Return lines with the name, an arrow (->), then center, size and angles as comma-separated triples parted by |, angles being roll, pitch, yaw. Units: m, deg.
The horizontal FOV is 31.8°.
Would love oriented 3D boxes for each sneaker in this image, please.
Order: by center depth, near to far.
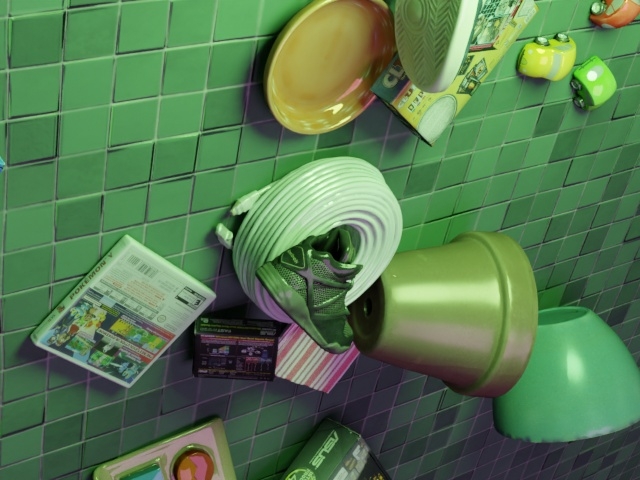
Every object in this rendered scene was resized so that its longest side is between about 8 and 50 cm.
sneaker -> 0.194, -0.343, 1.343 | 0.148, 0.131, 0.350 | -11, 127, -33
sneaker -> 0.017, 0.069, 1.516 | 0.130, 0.087, 0.227 | -38, 138, 1

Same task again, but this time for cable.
cable -> 0.000, 0.000, 1.581 | 0.257, 0.089, 0.257 | -35, 141, -11

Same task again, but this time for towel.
towel -> -0.002, 0.164, 1.788 | 0.144, 0.029, 0.197 | -52, 142, 7

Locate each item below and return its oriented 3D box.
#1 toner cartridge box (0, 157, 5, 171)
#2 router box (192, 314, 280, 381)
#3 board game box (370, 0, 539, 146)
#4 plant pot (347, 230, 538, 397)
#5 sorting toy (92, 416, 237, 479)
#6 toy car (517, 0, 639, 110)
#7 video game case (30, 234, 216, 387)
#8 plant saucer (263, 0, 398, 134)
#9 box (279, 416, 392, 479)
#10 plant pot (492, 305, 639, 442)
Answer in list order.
toner cartridge box -> -0.482, 0.021, 1.133 | 0.165, 0.075, 0.348 | 16, 117, -52
router box -> -0.122, 0.155, 1.615 | 0.122, 0.038, 0.092 | 4, 130, -6
board game box -> 0.183, -0.258, 1.507 | 0.243, 0.042, 0.165 | -52, 151, 2
plant pot -> 0.171, 0.111, 1.743 | 0.229, 0.263, 0.263 | 4, 124, -23
sorting toy -> -0.214, 0.453, 1.743 | 0.229, 0.041, 0.307 | -21, 108, -29
toy car -> 0.420, -0.275, 1.729 | 0.239, 0.053, 0.225 | -38, 142, -7
video game case -> -0.258, 0.100, 1.499 | 0.183, 0.023, 0.201 | -46, 143, 3
plant saucer -> 0.009, -0.227, 1.419 | 0.200, 0.037, 0.200 | -24, 137, -24
box -> -0.019, 0.552, 1.974 | 0.395, 0.097, 0.318 | -51, 137, -20
plant pot -> 0.450, 0.233, 2.095 | 0.290, 0.290, 0.195 | -16, 99, -31
